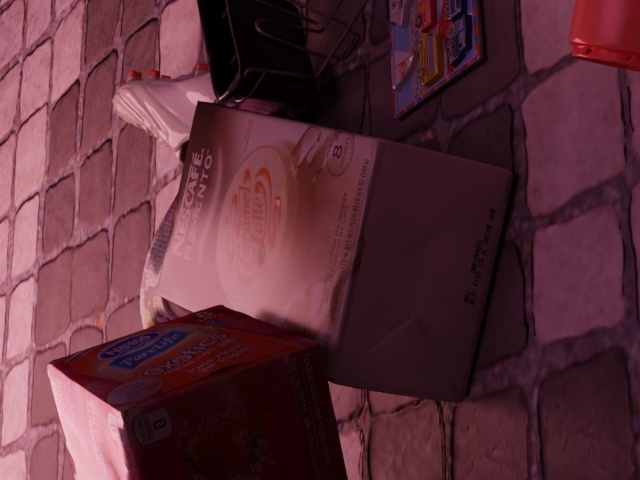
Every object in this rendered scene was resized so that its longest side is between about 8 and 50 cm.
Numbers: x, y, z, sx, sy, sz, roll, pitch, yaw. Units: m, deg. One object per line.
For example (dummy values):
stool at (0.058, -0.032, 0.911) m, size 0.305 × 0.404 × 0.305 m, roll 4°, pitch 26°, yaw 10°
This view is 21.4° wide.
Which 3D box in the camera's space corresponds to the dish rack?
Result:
dish rack at (0.005, -0.240, 1.133) m, size 0.271 × 0.074 × 0.208 m, roll -55°, pitch 34°, yaw 36°

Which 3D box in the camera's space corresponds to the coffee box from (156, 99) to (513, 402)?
coffee box at (0.000, 0.000, 1.048) m, size 0.246 × 0.098 × 0.141 m, roll 17°, pitch 96°, yaw 61°

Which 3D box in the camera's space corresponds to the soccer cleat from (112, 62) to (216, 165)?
soccer cleat at (-0.109, -0.093, 1.308) m, size 0.196 × 0.068 × 0.076 m, roll 1°, pitch 84°, yaw 58°

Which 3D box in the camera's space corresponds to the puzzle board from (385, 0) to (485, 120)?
puzzle board at (0.068, -0.152, 1.068) m, size 0.096 × 0.011 × 0.128 m, roll -33°, pitch 53°, yaw 52°

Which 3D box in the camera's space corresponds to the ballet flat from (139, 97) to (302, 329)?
ballet flat at (-0.069, -0.010, 1.201) m, size 0.079 × 0.077 × 0.221 m, roll 42°, pitch 114°, yaw 60°

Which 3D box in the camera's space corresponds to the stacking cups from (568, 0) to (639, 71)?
stacking cups at (0.182, -0.238, 0.815) m, size 0.096 × 0.096 × 0.316 m, roll 15°, pitch 95°, yaw 61°

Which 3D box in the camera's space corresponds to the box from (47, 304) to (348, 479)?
box at (-0.055, 0.180, 0.970) m, size 0.128 × 0.122 × 0.257 m, roll 16°, pitch 121°, yaw 61°
